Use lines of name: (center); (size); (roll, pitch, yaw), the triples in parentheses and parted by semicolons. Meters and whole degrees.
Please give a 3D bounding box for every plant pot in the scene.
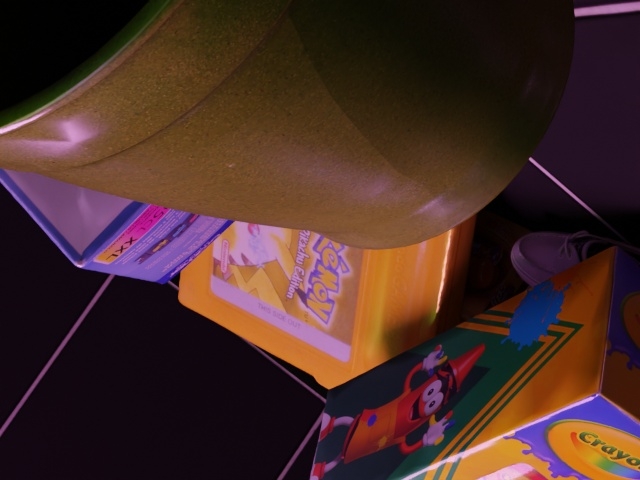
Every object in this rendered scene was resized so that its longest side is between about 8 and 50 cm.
plant pot: (-0.040, -0.160, 1.151); (0.366, 0.366, 0.353); (24, 176, 45)

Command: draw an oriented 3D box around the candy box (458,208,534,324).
candy box: (0.115, 0.011, 1.939); (0.186, 0.109, 0.053); (28, 167, 34)

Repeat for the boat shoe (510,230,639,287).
boat shoe: (0.240, 0.022, 1.742); (0.184, 0.066, 0.063); (26, 156, 40)

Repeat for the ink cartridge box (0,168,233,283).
ink cartridge box: (-0.203, -0.106, 1.816); (0.270, 0.151, 0.395); (48, -175, 8)

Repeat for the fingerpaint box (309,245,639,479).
fingerpaint box: (0.273, 0.242, 1.792); (0.445, 0.163, 0.371); (35, 137, -26)

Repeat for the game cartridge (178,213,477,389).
game cartridge: (0.000, 0.000, 1.926); (0.323, 0.052, 0.285); (28, 124, 34)
